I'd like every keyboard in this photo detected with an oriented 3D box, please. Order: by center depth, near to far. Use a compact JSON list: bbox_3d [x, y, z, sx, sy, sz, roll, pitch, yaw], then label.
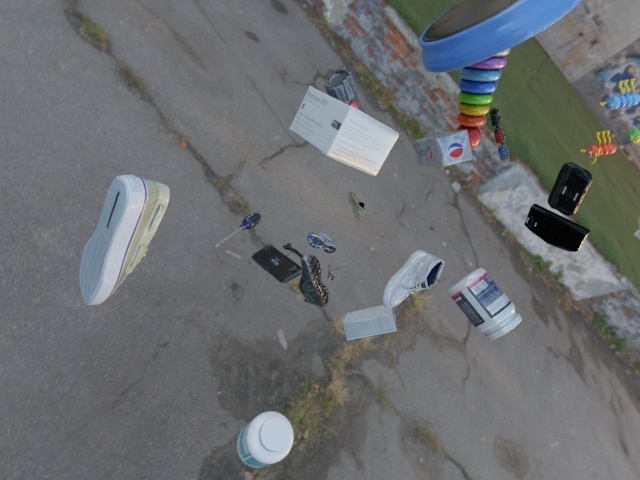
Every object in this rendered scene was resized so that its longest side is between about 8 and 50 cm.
[{"bbox_3d":[-0.181,0.093,1.919,0.201,0.317,0.033,-32,128,-23],"label":"keyboard"}]

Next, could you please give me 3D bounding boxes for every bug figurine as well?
[{"bbox_3d":[0.919,-0.351,1.193,0.279,0.216,0.072,65,16,-54],"label":"bug figurine"}]

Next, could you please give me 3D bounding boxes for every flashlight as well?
[{"bbox_3d":[0.100,-0.347,1.187,0.103,0.103,0.304,56,2,42],"label":"flashlight"}]

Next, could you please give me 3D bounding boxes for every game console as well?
[{"bbox_3d":[0.881,-0.114,1.444,0.044,0.361,0.213,-36,53,-22],"label":"game console"}]

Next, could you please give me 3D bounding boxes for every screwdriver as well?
[{"bbox_3d":[-0.142,-0.019,0.682,0.025,0.024,0.170,30,23,7],"label":"screwdriver"}]

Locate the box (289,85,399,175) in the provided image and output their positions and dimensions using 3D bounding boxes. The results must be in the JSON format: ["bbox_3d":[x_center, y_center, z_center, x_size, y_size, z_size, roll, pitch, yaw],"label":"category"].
[{"bbox_3d":[0.056,-0.264,0.973,0.182,0.119,0.181,13,22,-42],"label":"box"}]

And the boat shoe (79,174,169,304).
[{"bbox_3d":[-0.379,0.011,0.772,0.094,0.302,0.109,2,41,-50],"label":"boat shoe"}]

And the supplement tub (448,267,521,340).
[{"bbox_3d":[0.715,0.275,1.751,0.191,0.191,0.272,-18,67,-48],"label":"supplement tub"}]

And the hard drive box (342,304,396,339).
[{"bbox_3d":[0.233,0.379,1.880,0.181,0.232,0.089,-24,100,-78],"label":"hard drive box"}]

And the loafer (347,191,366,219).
[{"bbox_3d":[0.158,-0.152,1.680,0.056,0.050,0.148,29,36,-49],"label":"loafer"}]

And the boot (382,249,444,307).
[{"bbox_3d":[0.341,0.152,1.464,0.095,0.123,0.258,41,81,-35],"label":"boot"}]

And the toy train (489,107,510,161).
[{"bbox_3d":[0.505,-0.294,1.127,0.036,0.027,0.158,-50,122,-48],"label":"toy train"}]

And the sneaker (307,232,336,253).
[{"bbox_3d":[0.000,0.000,1.477,0.135,0.052,0.058,31,35,-38],"label":"sneaker"}]

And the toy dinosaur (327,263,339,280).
[{"bbox_3d":[0.040,0.144,1.823,0.047,0.090,0.082,-44,116,-43],"label":"toy dinosaur"}]

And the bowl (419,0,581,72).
[{"bbox_3d":[0.426,-0.556,0.973,0.077,0.391,0.391,54,36,-27],"label":"bowl"}]

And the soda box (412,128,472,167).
[{"bbox_3d":[0.385,-0.294,1.289,0.286,0.098,0.091,-96,170,-78],"label":"soda box"}]

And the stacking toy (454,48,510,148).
[{"bbox_3d":[0.498,-0.453,1.287,0.141,0.330,0.141,1,29,0],"label":"stacking toy"}]

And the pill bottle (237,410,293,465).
[{"bbox_3d":[-0.173,0.630,1.269,0.146,0.264,0.146,11,56,-17],"label":"pill bottle"}]

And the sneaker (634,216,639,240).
[{"bbox_3d":[0.810,-0.070,0.894,0.126,0.321,0.127,-36,53,-14],"label":"sneaker"}]

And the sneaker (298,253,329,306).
[{"bbox_3d":[-0.046,0.166,1.594,0.101,0.106,0.267,-63,146,-47],"label":"sneaker"}]
